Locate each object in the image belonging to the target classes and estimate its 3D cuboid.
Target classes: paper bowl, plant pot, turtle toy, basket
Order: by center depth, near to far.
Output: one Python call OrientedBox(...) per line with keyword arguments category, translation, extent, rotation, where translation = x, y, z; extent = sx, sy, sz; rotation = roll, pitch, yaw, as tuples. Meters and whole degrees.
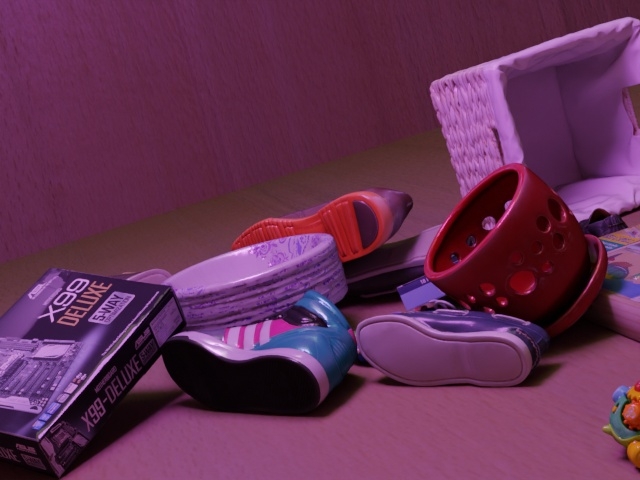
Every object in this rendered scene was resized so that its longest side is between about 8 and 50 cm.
OrientedBox(category="turtle toy", translation=(0.328, 0.159, 1.051), extent=(0.130, 0.066, 0.095), rotation=(-15, 11, 4))
OrientedBox(category="plant pot", translation=(0.255, 0.023, 1.438), extent=(0.191, 0.174, 0.191), rotation=(-47, 16, 18))
OrientedBox(category="paper bowl", translation=(-0.096, 0.098, 1.717), extent=(0.284, 0.148, 0.284), rotation=(-14, 9, 2))
OrientedBox(category="basket", translation=(0.417, -0.194, 2.037), extent=(0.331, 0.328, 0.266), rotation=(-20, 8, -22))

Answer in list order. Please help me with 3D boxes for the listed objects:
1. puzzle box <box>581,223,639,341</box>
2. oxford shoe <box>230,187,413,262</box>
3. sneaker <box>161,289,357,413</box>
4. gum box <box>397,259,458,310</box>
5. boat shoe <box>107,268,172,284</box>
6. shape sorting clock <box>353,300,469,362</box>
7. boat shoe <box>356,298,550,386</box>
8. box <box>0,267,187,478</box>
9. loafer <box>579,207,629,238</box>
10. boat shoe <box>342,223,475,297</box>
OrientedBox(category="puzzle box", translation=(0.470, 0.042, 1.481), extent=(0.272, 0.052, 0.409), rotation=(-17, 11, -11))
OrientedBox(category="oxford shoe", translation=(0.000, 0.000, 1.882), extent=(0.363, 0.130, 0.132), rotation=(-16, 5, 39))
OrientedBox(category="sneaker", translation=(-0.065, 0.141, 1.522), extent=(0.295, 0.124, 0.178), rotation=(3, 25, 40))
OrientedBox(category="gum box", translation=(0.212, 0.047, 1.647), extent=(0.157, 0.041, 0.184), rotation=(-25, -6, 19))
OrientedBox(category="boat shoe", translation=(-0.437, 0.129, 2.152), extent=(0.324, 0.117, 0.096), rotation=(-18, 6, -33))
OrientedBox(category="shape sorting clock", translation=(0.130, 0.121, 1.582), extent=(0.206, 0.040, 0.206), rotation=(-15, 11, 3))
OrientedBox(category="boat shoe", translation=(0.160, 0.123, 1.388), extent=(0.254, 0.095, 0.079), rotation=(-4, 17, 41))
OrientedBox(category="box", translation=(-0.370, 0.171, 1.558), extent=(0.242, 0.077, 0.307), rotation=(8, 42, 31))
OrientedBox(category="loafer", translation=(0.456, -0.024, 1.802), extent=(0.062, 0.061, 0.170), rotation=(-18, 10, -7))
OrientedBox(category="boat shoe", translation=(0.117, 0.054, 1.863), extent=(0.335, 0.095, 0.112), rotation=(-12, 36, 37))
